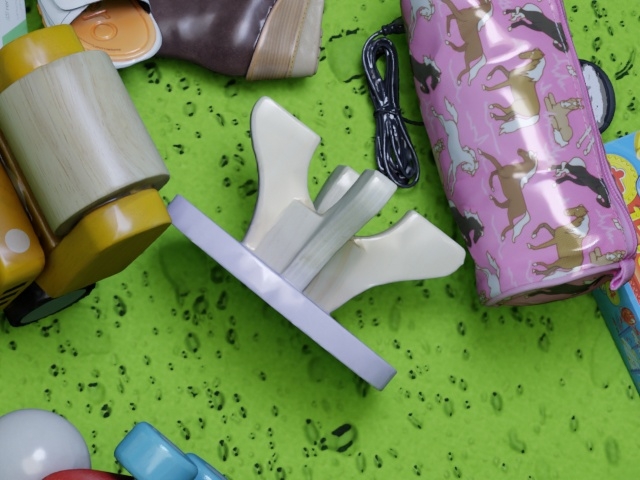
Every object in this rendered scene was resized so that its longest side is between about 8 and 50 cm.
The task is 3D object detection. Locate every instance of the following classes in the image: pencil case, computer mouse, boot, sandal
[{"bbox_3d":[0.194,-0.121,1.678,0.160,0.167,0.386,-9,80,-26],"label":"pencil case"},{"bbox_3d":[0.171,-0.167,1.798,0.262,0.060,0.184,-15,84,-2],"label":"computer mouse"},{"bbox_3d":[-0.093,-0.289,1.760,0.207,0.090,0.248,8,73,-6],"label":"boot"},{"bbox_3d":[-0.252,-0.281,1.698,0.102,0.076,0.265,-25,63,-18],"label":"sandal"}]

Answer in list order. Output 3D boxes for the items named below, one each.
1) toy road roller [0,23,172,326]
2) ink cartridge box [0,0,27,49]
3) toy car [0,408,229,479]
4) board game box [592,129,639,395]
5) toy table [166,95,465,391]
[{"bbox_3d":[-0.310,-0.027,1.537,0.241,0.329,0.202,-23,81,-37],"label":"toy road roller"},{"bbox_3d":[-0.378,-0.219,1.617,0.093,0.212,0.154,-10,82,28],"label":"ink cartridge box"},{"bbox_3d":[-0.242,0.238,1.583,0.238,0.210,0.219,39,86,29],"label":"toy car"},{"bbox_3d":[0.437,0.009,1.787,0.302,0.086,0.308,-22,81,-15],"label":"board game box"},{"bbox_3d":[0.000,0.000,1.645,0.274,0.252,0.161,39,89,-19],"label":"toy table"}]
